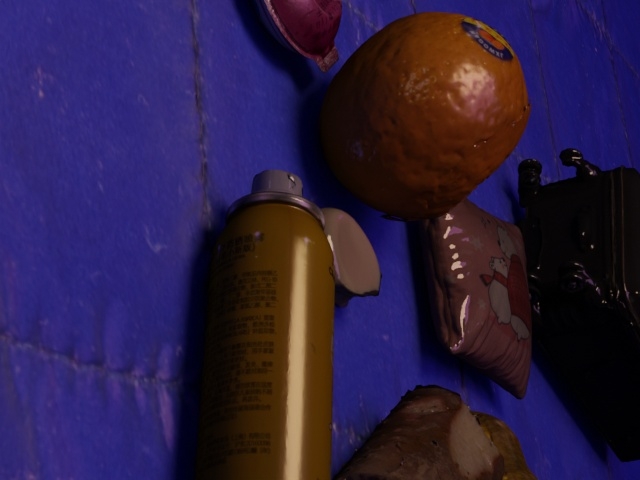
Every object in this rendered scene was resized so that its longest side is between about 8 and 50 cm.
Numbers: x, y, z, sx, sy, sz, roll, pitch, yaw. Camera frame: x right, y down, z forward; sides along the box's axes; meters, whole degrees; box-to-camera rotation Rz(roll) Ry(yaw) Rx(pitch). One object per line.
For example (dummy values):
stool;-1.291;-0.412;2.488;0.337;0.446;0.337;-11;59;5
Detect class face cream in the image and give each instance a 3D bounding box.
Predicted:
face cream;-0.041;0.096;1.078;0.105;0.105;0.348;43;38;-46

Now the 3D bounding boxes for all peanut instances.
peanut;0.177;0.245;1.392;0.087;0.087;0.206;58;3;-30

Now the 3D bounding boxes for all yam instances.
yam;0.079;0.227;1.222;0.238;0.129;0.128;-29;139;-64

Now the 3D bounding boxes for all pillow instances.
pillow;0.182;0.054;1.569;0.236;0.084;0.223;27;53;-53

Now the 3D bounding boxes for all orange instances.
orange;0.103;-0.126;1.374;0.193;0.219;0.219;29;33;2

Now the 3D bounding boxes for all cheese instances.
cheese;0.001;0.006;1.278;0.171;0.048;0.092;36;41;-52
cheese;-0.042;-0.279;1.347;0.244;0.062;0.155;63;27;-18

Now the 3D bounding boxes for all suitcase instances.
suitcase;0.414;0.096;1.885;0.434;0.194;0.283;54;32;-37
